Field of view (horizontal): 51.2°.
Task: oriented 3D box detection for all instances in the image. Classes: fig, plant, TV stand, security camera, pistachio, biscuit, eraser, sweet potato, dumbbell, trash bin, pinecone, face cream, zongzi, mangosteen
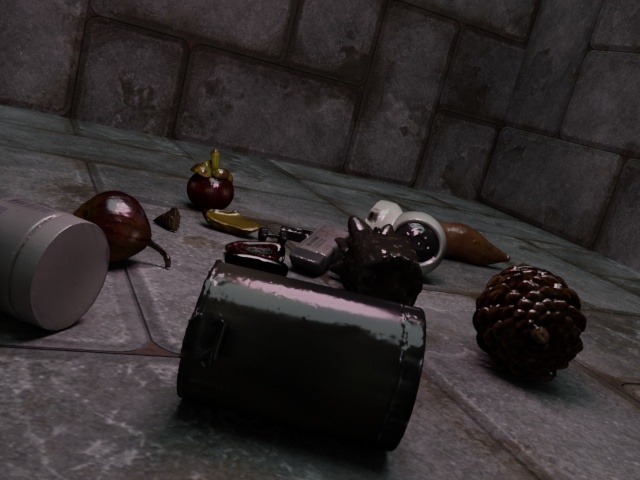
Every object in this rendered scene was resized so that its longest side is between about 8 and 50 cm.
[{"bbox_3d":[-0.413,-0.028,1.377,0.202,0.149,0.148,-6,60,-26],"label":"fig"},{"bbox_3d":[0.143,0.054,1.623,0.194,0.182,0.321,12,18,-13],"label":"plant"},{"bbox_3d":[0.000,0.000,1.994,0.249,0.036,0.042,13,14,-6],"label":"TV stand"},{"bbox_3d":[0.249,0.004,1.931,0.236,0.195,0.194,23,15,21],"label":"security camera"},{"bbox_3d":[-0.250,-0.049,1.890,0.172,0.049,0.090,17,35,3],"label":"pistachio"},{"bbox_3d":[-0.152,0.042,1.578,0.151,0.063,0.235,13,10,-9],"label":"biscuit"},{"bbox_3d":[0.006,0.020,1.805,0.089,0.061,0.352,19,20,13],"label":"eraser"},{"bbox_3d":[0.509,0.011,2.318,0.336,0.131,0.131,11,13,-15],"label":"sweet potato"},{"bbox_3d":[-0.136,-0.013,1.895,0.083,0.036,0.040,10,14,-21],"label":"dumbbell"},{"bbox_3d":[-0.026,0.158,0.932,0.301,0.203,0.252,14,-5,-1],"label":"trash bin"},{"bbox_3d":[0.421,0.159,1.373,0.224,0.224,0.272,16,14,4],"label":"pinecone"},{"bbox_3d":[-0.443,0.034,1.033,0.152,0.177,0.177,16,13,17],"label":"face cream"},{"bbox_3d":[-0.390,-0.058,1.770,0.083,0.067,0.073,3,10,40],"label":"zongzi"},{"bbox_3d":[-0.326,-0.175,2.058,0.145,0.181,0.156,39,16,13],"label":"mangosteen"}]

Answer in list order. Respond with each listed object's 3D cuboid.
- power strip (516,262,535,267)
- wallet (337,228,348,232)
[{"bbox_3d":[0.652,0.131,2.132,0.092,0.066,0.387,21,12,20],"label":"power strip"},{"bbox_3d":[0.070,-0.008,2.106,0.117,0.039,0.153,12,12,-4],"label":"wallet"}]
